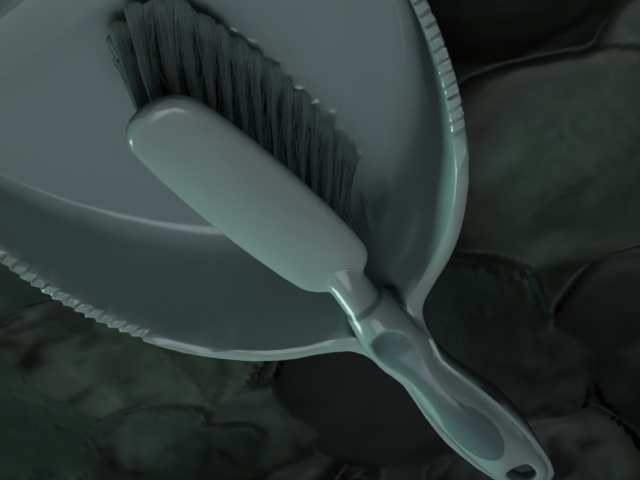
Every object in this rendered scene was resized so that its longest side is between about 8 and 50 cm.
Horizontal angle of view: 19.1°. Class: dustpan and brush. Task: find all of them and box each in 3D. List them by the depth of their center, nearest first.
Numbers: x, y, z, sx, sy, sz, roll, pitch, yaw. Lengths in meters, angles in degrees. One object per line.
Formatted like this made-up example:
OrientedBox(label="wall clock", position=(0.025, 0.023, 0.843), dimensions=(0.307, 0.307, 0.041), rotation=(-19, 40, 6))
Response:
OrientedBox(label="dustpan and brush", position=(0.000, 0.000, 0.530), dimensions=(0.147, 0.060, 0.211), rotation=(-33, 128, 21))
